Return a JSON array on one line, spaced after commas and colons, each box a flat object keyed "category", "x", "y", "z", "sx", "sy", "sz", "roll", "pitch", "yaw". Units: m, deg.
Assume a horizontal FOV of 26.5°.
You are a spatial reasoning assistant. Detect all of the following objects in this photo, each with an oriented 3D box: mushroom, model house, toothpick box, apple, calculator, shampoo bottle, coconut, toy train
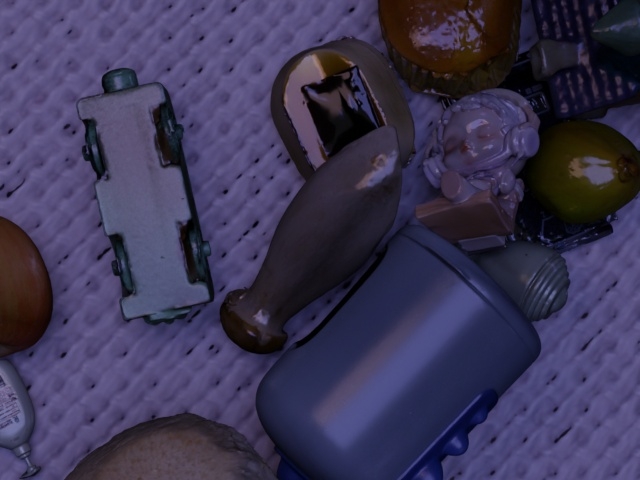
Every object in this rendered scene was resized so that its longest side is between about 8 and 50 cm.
[{"category": "mushroom", "x": 0.000, "y": 0.000, "z": 1.701, "sx": 0.128, "sy": 0.128, "sz": 0.350, "roll": 40, "pitch": 107, "yaw": 1}, {"category": "model house", "x": 0.413, "y": -0.283, "z": 1.722, "sx": 0.280, "sy": 0.312, "sz": 0.245, "roll": -10, "pitch": 87, "yaw": -8}, {"category": "toothpick box", "x": 0.083, "y": 0.186, "z": 1.674, "sx": 0.263, "sy": 0.263, "sz": 0.354, "roll": 44, "pitch": 84, "yaw": 2}, {"category": "apple", "x": -0.430, "y": 0.059, "z": 1.691, "sx": 0.199, "sy": 0.199, "sz": 0.199, "roll": 0, "pitch": 83, "yaw": -4}, {"category": "calculator", "x": 0.281, "y": -0.111, "z": 1.831, "sx": 0.166, "sy": 0.028, "sz": 0.274, "roll": -22, "pitch": 85, "yaw": -7}, {"category": "shampoo bottle", "x": -0.397, "y": 0.231, "z": 1.732, "sx": 0.077, "sy": 0.045, "sz": 0.152, "roll": -29, "pitch": 85, "yaw": -9}, {"category": "coconut", "x": -0.155, "y": 0.415, "z": 1.578, "sx": 0.345, "sy": 0.415, "sz": 0.415, "roll": 0, "pitch": 83, "yaw": 4}, {"category": "toy train", "x": -0.219, "y": -0.054, "z": 1.725, "sx": 0.129, "sy": 0.159, "sz": 0.326, "roll": -13, "pitch": 88, "yaw": -3}]

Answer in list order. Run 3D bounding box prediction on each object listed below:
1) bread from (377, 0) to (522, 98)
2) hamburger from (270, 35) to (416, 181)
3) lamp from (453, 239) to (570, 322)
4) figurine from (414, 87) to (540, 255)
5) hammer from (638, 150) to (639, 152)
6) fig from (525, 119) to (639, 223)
[{"category": "bread", "x": 0.174, "y": -0.337, "z": 1.774, "sx": 0.204, "sy": 0.156, "sz": 0.288, "roll": 4, "pitch": 79, "yaw": -1}, {"category": "hamburger", "x": 0.031, "y": -0.160, "z": 1.781, "sx": 0.173, "sy": 0.116, "sz": 0.210, "roll": -27, "pitch": 92, "yaw": 5}, {"category": "lamp", "x": 0.234, "y": 0.034, "z": 1.760, "sx": 0.193, "sy": 0.106, "sz": 0.106, "roll": 30, "pitch": 82, "yaw": 21}, {"category": "figurine", "x": 0.197, "y": -0.106, "z": 1.725, "sx": 0.163, "sy": 0.141, "sz": 0.236, "roll": -10, "pitch": 49, "yaw": 34}, {"category": "hammer", "x": 0.466, "y": -0.103, "z": 1.851, "sx": 0.178, "sy": 0.021, "sz": 0.065, "roll": 9, "pitch": 83, "yaw": -6}, {"category": "fig", "x": 0.344, "y": -0.090, "z": 1.766, "sx": 0.153, "sy": 0.121, "sz": 0.135, "roll": -7, "pitch": 86, "yaw": 16}]
